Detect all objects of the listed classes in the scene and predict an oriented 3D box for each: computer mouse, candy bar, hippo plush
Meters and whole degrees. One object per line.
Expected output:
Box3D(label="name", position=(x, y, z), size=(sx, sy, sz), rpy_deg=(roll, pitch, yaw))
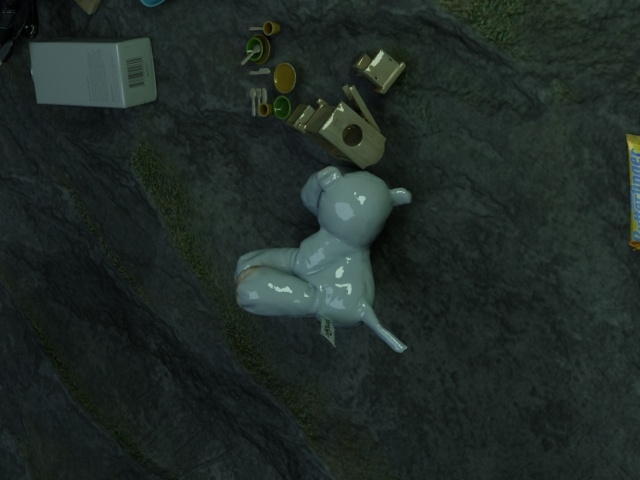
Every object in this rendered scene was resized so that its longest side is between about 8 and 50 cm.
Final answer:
Box3D(label="computer mouse", position=(-0.582, -0.373, 2.135), size=(0.262, 0.060, 0.184), rpy_deg=(-31, 49, 34))
Box3D(label="candy bar", position=(0.430, -0.063, 1.556), size=(0.040, 0.018, 0.161), rpy_deg=(6, 108, 35))
Box3D(label="hippo plush", position=(0.000, 0.000, 1.744), size=(0.294, 0.234, 0.236), rpy_deg=(-132, 52, -69))

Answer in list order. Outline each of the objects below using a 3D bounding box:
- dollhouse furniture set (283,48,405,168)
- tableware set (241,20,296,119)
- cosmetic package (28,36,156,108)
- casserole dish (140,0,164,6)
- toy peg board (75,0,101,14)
Box3D(label="dollhouse furniture set", position=(0.054, -0.204, 1.774), size=(0.101, 0.161, 0.182), rpy_deg=(38, 177, -20))
Box3D(label="tableware set", position=(-0.082, -0.269, 1.841), size=(0.104, 0.024, 0.154), rpy_deg=(5, 98, 41))
Box3D(label="cosmetic package", position=(-0.404, -0.299, 2.052), size=(0.231, 0.085, 0.117), rpy_deg=(9, 110, 36))
Box3D(label="casserole dish", position=(-0.250, -0.463, 1.911), size=(0.188, 0.037, 0.114), rpy_deg=(-26, 89, 39))
Box3D(label="toy peg board", position=(-0.439, -0.499, 2.011), size=(0.160, 0.079, 0.161), rpy_deg=(46, 127, 15))
